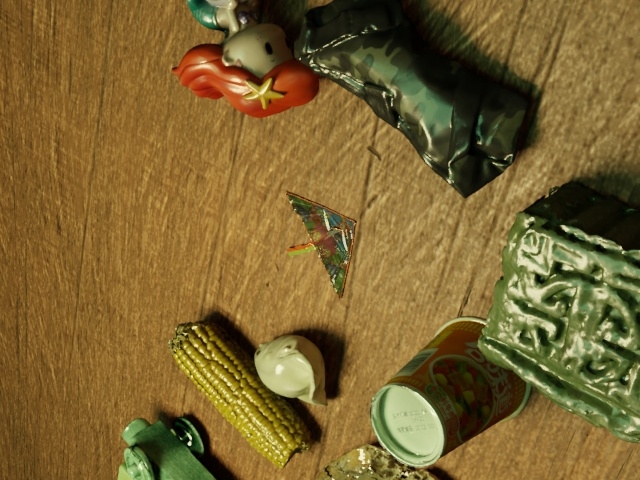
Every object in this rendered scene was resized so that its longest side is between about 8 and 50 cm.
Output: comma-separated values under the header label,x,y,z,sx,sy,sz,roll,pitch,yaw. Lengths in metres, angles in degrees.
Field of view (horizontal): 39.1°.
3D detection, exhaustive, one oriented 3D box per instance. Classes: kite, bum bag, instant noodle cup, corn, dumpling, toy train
label,x,y,z,sx,sy,sz,roll,pitch,yaw
kite,0.000,0.000,1.390,0.159,0.010,0.190,-31,85,45
bum bag,0.114,-0.203,1.145,0.340,0.095,0.144,43,105,18
instant noodle cup,0.166,0.209,1.203,0.168,0.185,0.168,18,119,36
corn,-0.139,0.256,1.556,0.318,0.115,0.115,45,131,16
dumpling,-0.036,0.221,1.455,0.169,0.100,0.134,-20,108,47
toy train,-0.241,0.518,1.727,0.397,0.160,0.253,39,136,24

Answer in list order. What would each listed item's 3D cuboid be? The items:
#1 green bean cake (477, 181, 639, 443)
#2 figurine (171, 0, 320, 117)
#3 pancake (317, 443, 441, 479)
label,x,y,z,sx,sy,sz,roll,pitch,yaw
green bean cake,0.324,0.086,1.055,0.241,0.132,0.255,28,124,27
figurine,-0.123,-0.292,1.282,0.208,0.181,0.257,-21,96,5
pancake,0.126,0.504,1.441,0.382,0.071,0.382,16,114,39
